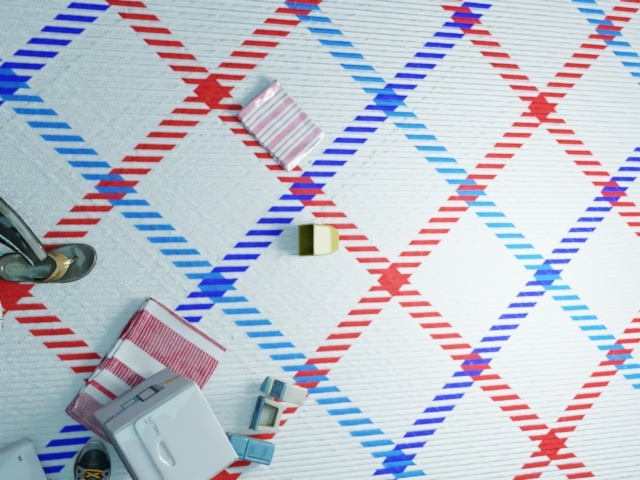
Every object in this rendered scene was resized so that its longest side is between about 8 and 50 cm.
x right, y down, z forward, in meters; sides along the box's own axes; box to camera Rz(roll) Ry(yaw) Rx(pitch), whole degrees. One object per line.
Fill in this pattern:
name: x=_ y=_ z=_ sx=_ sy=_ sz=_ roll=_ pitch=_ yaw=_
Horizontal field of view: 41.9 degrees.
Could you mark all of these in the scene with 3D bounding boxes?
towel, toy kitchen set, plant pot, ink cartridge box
towel: x=-0.400 y=0.327 z=1.946 sx=0.237 sy=0.037 sz=0.329 roll=38 pitch=76 yaw=-15
toy kitchen set: x=-0.134 y=0.426 z=1.966 sx=0.122 sy=0.166 sz=0.207 roll=17 pitch=82 yaw=-18
towel: x=-0.096 y=-0.286 z=2.079 sx=0.144 sy=0.029 sz=0.197 roll=-46 pitch=103 yaw=-14
plant pot: x=0.000 y=0.000 z=2.078 sx=0.083 sy=0.081 sz=0.082 roll=2 pitch=87 yaw=-30
ink cartridge box: x=-0.339 y=0.421 z=1.804 sx=0.197 sy=0.270 sz=0.198 roll=-31 pitch=100 yaw=-21

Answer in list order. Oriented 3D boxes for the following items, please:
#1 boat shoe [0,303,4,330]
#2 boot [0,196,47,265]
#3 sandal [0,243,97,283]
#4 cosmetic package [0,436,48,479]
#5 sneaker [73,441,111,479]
boat shoe: x=-0.817 y=0.163 z=1.774 sx=0.267 sy=0.096 sz=0.088 roll=-4 pitch=85 yaw=-21
boot: x=-0.802 y=-0.010 z=1.760 sx=0.377 sy=0.138 sz=0.284 roll=43 pitch=74 yaw=-9
sandal: x=-0.612 y=0.052 z=1.867 sx=0.219 sy=0.060 sz=0.090 roll=-1 pitch=89 yaw=-19
cosmetic package: x=-0.741 y=0.631 z=1.760 sx=0.377 sy=0.097 sz=0.285 roll=-23 pitch=98 yaw=-27
sneaker: x=-0.516 y=0.561 z=1.872 sx=0.084 sy=0.083 sz=0.215 roll=8 pitch=84 yaw=-17
